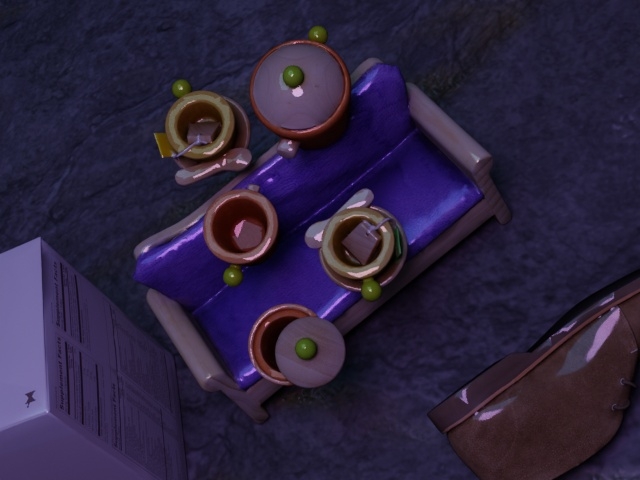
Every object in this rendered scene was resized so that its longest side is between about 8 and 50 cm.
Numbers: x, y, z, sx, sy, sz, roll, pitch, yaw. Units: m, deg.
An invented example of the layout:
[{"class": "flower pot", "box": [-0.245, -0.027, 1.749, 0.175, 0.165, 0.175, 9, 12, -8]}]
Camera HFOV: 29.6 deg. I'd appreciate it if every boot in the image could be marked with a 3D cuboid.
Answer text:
[{"class": "boot", "box": [0.252, 0.113, 1.098, 0.305, 0.112, 0.115, -36, 80, -3]}]

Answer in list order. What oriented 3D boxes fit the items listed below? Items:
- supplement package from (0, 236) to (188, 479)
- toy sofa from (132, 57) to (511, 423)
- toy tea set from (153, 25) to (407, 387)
[{"class": "supplement package", "box": [-0.285, 0.170, 1.211, 0.199, 0.263, 0.198, -22, 52, 13]}, {"class": "toy sofa", "box": [0.000, 0.000, 1.231, 0.362, 0.177, 0.150, -39, 50, -1]}, {"class": "toy tea set", "box": [-0.031, -0.033, 1.119, 0.200, 0.124, 0.336, -23, 75, 3]}]
